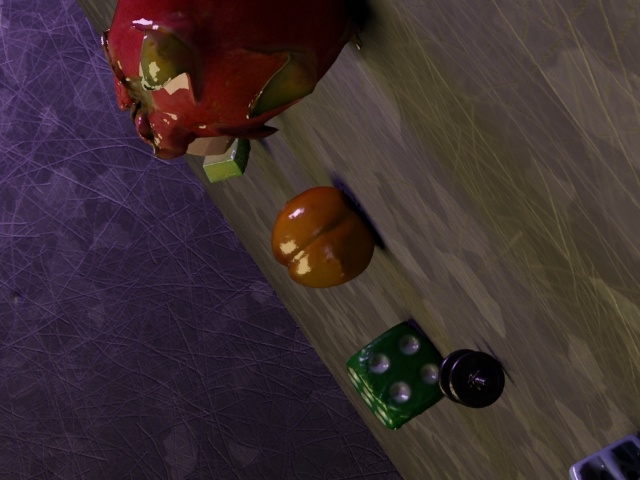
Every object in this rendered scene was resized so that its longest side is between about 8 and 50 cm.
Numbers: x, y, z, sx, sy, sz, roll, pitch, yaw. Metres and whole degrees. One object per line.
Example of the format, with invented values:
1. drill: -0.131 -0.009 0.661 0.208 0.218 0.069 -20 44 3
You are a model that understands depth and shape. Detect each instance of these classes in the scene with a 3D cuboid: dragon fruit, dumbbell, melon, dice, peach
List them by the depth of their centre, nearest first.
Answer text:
1. dragon fruit: -0.090 -0.193 1.177 0.224 0.227 0.224 62 174 11
2. dumbbell: 0.183 0.167 1.598 0.069 0.069 0.147 55 173 -2
3. peach: 0.000 0.000 1.779 0.138 0.138 0.138 54 172 10
4. dice: 0.118 0.202 1.957 0.128 0.120 0.131 55 171 9
5. melon: -0.179 -0.176 2.185 0.064 0.118 0.209 43 -165 -47

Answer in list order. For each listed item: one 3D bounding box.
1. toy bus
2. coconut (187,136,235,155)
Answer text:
1. toy bus: 0.310 0.304 1.300 0.329 0.109 0.136 70 174 -61
2. coconut: -0.174 -0.192 1.826 0.147 0.147 0.152 50 130 31
